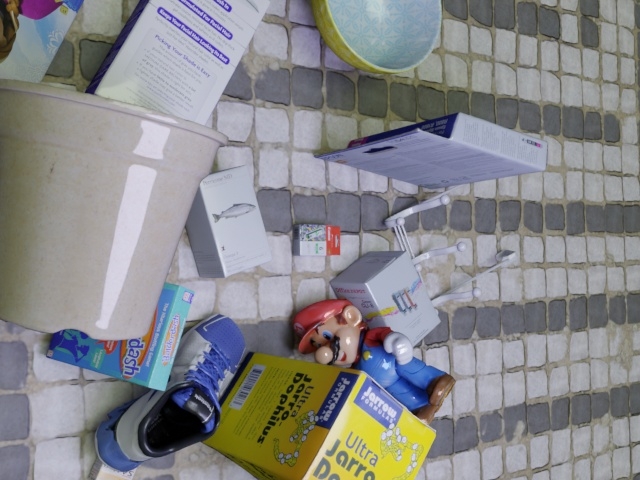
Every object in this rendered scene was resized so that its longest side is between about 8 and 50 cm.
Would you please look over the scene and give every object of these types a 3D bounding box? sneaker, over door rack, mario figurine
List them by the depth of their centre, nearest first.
[{"bbox_3d":[-0.207,0.255,1.251,0.127,0.182,0.315,56,50,-16],"label":"sneaker"},{"bbox_3d":[0.076,0.237,1.419,0.198,0.320,0.170,-58,164,1],"label":"mario figurine"},{"bbox_3d":[0.310,-0.004,1.678,0.324,0.108,0.239,-29,105,-32],"label":"over door rack"}]

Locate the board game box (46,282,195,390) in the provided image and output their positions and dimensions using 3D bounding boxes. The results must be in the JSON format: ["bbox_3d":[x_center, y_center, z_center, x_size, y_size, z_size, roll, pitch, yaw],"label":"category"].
[{"bbox_3d":[-0.316,0.133,1.191,0.047,0.210,0.160,39,63,-61],"label":"board game box"}]

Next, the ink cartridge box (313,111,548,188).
[{"bbox_3d":[0.211,-0.178,1.486,0.330,0.324,0.071,13,80,-34],"label":"ink cartridge box"}]

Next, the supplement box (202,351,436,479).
[{"bbox_3d":[-0.018,0.333,1.292,0.194,0.356,0.195,42,66,-25],"label":"supplement box"}]

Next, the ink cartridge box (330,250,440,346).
[{"bbox_3d":[0.131,0.124,1.538,0.127,0.128,0.176,-35,106,-30],"label":"ink cartridge box"}]

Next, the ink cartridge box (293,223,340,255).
[{"bbox_3d":[0.000,0.000,1.513,0.115,0.029,0.063,1,87,-34],"label":"ink cartridge box"}]

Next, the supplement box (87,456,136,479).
[{"bbox_3d":[-0.337,0.363,1.267,0.062,0.036,0.098,29,73,-31],"label":"supplement box"}]

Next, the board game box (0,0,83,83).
[{"bbox_3d":[-0.526,-0.345,1.082,0.319,0.066,0.318,39,61,-43],"label":"board game box"}]

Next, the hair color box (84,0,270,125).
[{"bbox_3d":[-0.247,-0.328,1.313,0.185,0.110,0.339,34,72,-27],"label":"hair color box"}]

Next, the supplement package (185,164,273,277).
[{"bbox_3d":[-0.173,-0.033,1.352,0.105,0.105,0.179,-20,99,-32],"label":"supplement package"}]

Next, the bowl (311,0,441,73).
[{"bbox_3d":[0.084,-0.462,1.512,0.289,0.156,0.289,1,88,-34],"label":"bowl"}]

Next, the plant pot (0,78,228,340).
[{"bbox_3d":[-0.324,-0.032,1.062,0.334,0.334,0.305,12,91,-33],"label":"plant pot"}]
